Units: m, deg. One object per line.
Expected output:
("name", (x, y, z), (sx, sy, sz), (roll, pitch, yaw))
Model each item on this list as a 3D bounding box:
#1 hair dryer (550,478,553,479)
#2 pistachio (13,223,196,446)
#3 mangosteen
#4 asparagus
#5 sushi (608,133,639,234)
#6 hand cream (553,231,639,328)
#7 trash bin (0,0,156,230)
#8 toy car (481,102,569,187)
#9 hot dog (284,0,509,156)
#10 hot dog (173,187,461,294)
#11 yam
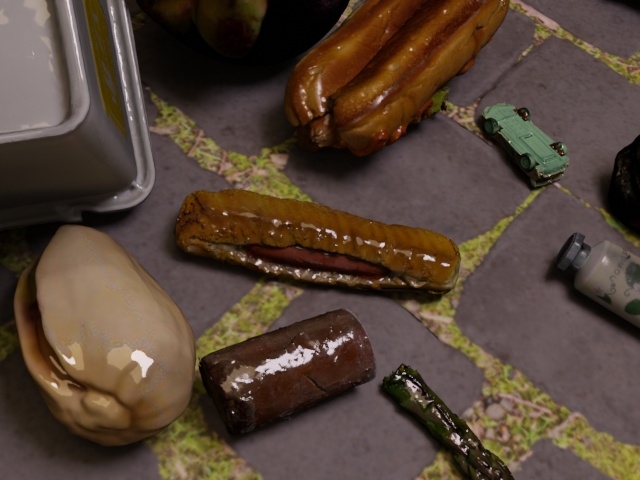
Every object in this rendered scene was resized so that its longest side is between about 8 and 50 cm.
("hair dryer", (0.244, 0.251, 0.625), (0.063, 0.038, 0.124), (-28, 58, -27))
("pistachio", (-0.180, 0.080, 0.620), (0.145, 0.117, 0.200), (12, 32, -48))
("mangosteen", (-0.105, -0.313, 0.793), (0.275, 0.275, 0.302), (33, 38, 12))
("asparagus", (0.120, 0.176, 0.653), (0.036, 0.030, 0.165), (-16, 55, -48))
("sushi", (0.443, -0.057, 0.811), (0.225, 0.126, 0.136), (13, 55, -3))
("hand cream", (0.370, 0.080, 0.750), (0.276, 0.059, 0.095), (31, 58, 6))
("trash bin", (-0.286, -0.129, 0.563), (0.296, 0.368, 0.255), (-9, 93, -13))
("toy car", (0.238, -0.117, 0.870), (0.059, 0.035, 0.122), (-21, 54, -22))
("hot dog", (0.095, -0.208, 0.858), (0.158, 0.117, 0.349), (18, 50, 27))
("hot dog", (0.000, -0.001, 0.731), (0.289, 0.068, 0.083), (9, 48, -2))
("yam", (-0.029, 0.113, 0.643), (0.141, 0.079, 0.079), (-19, 61, -22))
